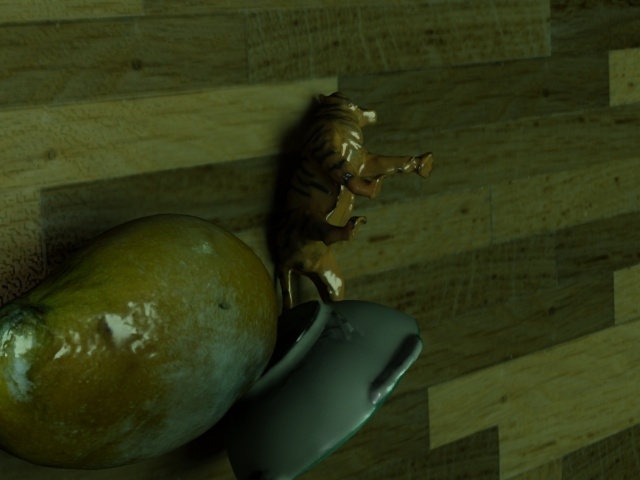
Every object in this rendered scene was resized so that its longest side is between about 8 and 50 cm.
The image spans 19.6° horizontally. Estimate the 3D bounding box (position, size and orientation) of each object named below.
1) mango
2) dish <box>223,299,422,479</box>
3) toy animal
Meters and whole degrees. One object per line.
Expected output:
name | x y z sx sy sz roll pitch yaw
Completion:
mango | -0.146 0.078 1.354 0.316 0.146 0.193 -15 129 -59
dish | -0.023 0.119 1.502 0.078 0.224 0.246 47 52 -14
toy animal | -0.003 -0.003 1.608 0.114 0.116 0.255 22 89 -64
